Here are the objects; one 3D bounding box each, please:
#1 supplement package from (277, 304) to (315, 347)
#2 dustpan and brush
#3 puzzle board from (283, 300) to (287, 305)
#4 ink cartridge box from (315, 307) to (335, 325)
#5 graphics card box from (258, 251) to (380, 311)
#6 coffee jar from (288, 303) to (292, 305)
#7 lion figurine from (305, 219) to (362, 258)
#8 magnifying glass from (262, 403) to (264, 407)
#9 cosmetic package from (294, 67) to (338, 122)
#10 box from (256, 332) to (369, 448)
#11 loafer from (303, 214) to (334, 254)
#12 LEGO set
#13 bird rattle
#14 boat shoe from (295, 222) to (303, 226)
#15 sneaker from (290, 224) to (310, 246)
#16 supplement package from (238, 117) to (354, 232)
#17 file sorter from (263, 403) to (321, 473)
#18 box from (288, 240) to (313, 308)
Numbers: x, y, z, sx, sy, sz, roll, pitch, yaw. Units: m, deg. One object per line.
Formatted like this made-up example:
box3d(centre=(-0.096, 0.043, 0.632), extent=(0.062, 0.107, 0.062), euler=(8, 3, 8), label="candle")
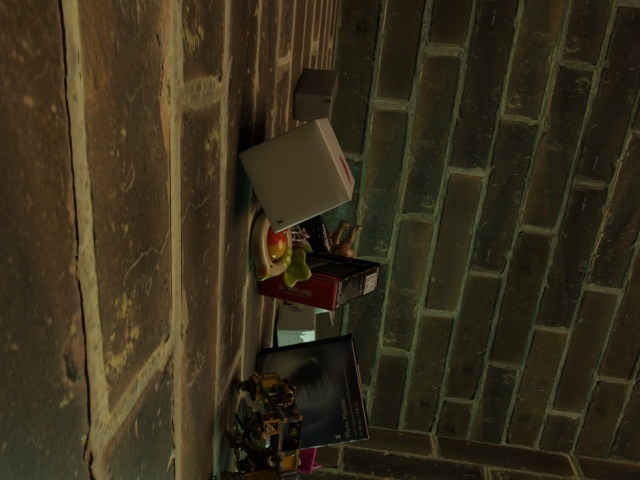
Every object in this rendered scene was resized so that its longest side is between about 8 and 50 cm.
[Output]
box3d(centre=(-0.085, 0.372, 2.086), extent=(0.134, 0.139, 0.244), euler=(-89, 180, -54), label="supplement package")
box3d(centre=(-0.129, 0.510, 1.466), extent=(0.211, 0.060, 0.147), euler=(42, -42, 43), label="dustpan and brush")
box3d(centre=(-0.132, 0.223, 2.261), extent=(0.128, 0.011, 0.097), euler=(-72, 168, -71), label="puzzle board")
box3d(centre=(-0.026, 0.172, 2.299), extent=(0.309, 0.130, 0.272), euler=(-73, 150, -68), label="ink cartridge box")
box3d(centre=(0.009, 0.110, 1.662), extent=(0.371, 0.232, 0.094), euler=(-15, 113, -65), label="graphics card box")
box3d(centre=(-0.102, 0.316, 2.385), extent=(0.184, 0.079, 0.096), euler=(91, 10, -58), label="coffee jar")
box3d(centre=(0.000, 0.000, 2.097), extent=(0.142, 0.392, 0.240), euler=(11, 112, -47), label="lion figurine")
box3d(centre=(-0.156, 0.545, 2.009), extent=(0.231, 0.026, 0.092), euler=(16, 77, -75), label="magnifying glass")
box3d(centre=(-0.012, -0.487, 1.889), extent=(0.238, 0.127, 0.107), euler=(-76, 172, -50), label="cosmetic package")
box3d(centre=(-0.020, 0.459, 1.717), extent=(0.183, 0.293, 0.297), euler=(36, 43, -84), label="box")
box3d(centre=(-0.005, -0.008, 1.889), extent=(0.078, 0.076, 0.223), euler=(-72, 146, -70), label="loafer")
box3d(centre=(-0.168, 0.471, 1.281), extent=(0.255, 0.192, 0.332), euler=(-137, -129, -57), label="LEGO set")
box3d(centre=(-0.104, -0.005, 1.412), extent=(0.207, 0.143, 0.254), euler=(-27, 122, -66), label="bird rattle")
box3d(centre=(-0.092, -0.050, 1.890), extent=(0.228, 0.068, 0.081), euler=(73, 23, -81), label="boat shoe")
box3d(centre=(-0.083, -0.005, 1.730), extent=(0.071, 0.068, 0.170), euler=(-46, 168, 11), label="sneaker")
box3d(centre=(-0.038, -0.154, 1.237), extent=(0.293, 0.175, 0.178), euler=(-70, 137, -76), label="supplement package")
box3d(centre=(-0.074, 0.603, 1.911), extent=(0.182, 0.202, 0.291), euler=(45, 55, -67), label="file sorter")
box3d(centre=(-0.072, 0.109, 1.918), extent=(0.103, 0.114, 0.203), euler=(-42, -154, 40), label="box")
